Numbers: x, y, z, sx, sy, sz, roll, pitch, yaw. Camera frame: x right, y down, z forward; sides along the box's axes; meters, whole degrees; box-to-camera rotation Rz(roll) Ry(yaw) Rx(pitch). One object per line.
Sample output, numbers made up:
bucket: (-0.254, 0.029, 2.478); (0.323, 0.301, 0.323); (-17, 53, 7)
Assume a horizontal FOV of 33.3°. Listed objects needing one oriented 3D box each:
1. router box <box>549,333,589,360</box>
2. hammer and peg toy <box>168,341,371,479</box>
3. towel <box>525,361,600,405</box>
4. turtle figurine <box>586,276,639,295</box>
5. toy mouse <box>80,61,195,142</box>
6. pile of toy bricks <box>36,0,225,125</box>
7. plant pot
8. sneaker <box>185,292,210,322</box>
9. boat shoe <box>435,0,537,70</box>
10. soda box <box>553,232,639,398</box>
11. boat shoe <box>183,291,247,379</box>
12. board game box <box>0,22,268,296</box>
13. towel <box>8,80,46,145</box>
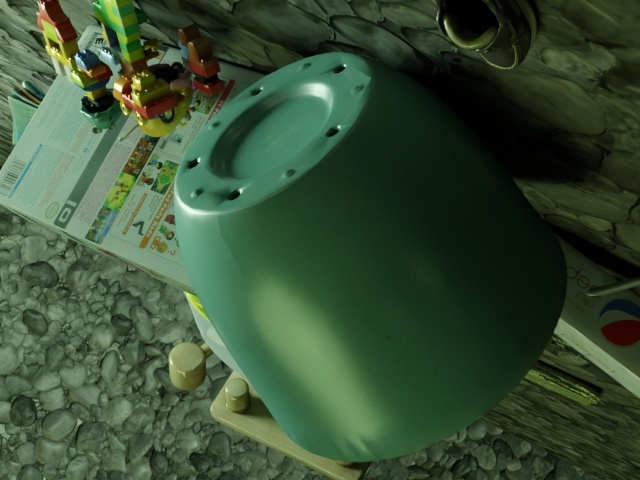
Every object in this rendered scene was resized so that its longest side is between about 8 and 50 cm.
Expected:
router box: (0.337, 0.124, 1.392); (0.122, 0.038, 0.092); (21, 168, 29)
hammer and peg toy: (-0.044, 0.191, 1.652); (0.361, 0.266, 0.127); (24, 148, 16)
towel: (0.414, 0.246, 1.857); (0.148, 0.027, 0.110); (23, 170, 14)
turtle figurine: (0.326, 0.074, 0.735); (0.266, 0.275, 0.198); (22, -156, 2)
toy mouse: (-0.176, -0.135, 1.033); (0.143, 0.161, 0.031); (19, 135, 37)
pile of toy bricks: (-0.182, -0.193, 0.994); (0.212, 0.118, 0.105); (33, 144, 46)
plant pot: (0.019, -0.009, 0.878); (0.293, 0.293, 0.235); (14, 147, 51)
sneaker: (-0.043, 0.070, 1.351); (0.295, 0.109, 0.123); (13, -174, -26)
boat shoe: (0.093, -0.138, 0.644); (0.056, 0.049, 0.152); (21, 169, 27)
soda box: (0.267, 0.068, 1.083); (0.216, 0.069, 0.074); (38, 171, 5)
boat shoe: (-0.134, 0.030, 1.552); (0.136, 0.156, 0.367); (-29, 101, 39)
board game box: (-0.160, -0.079, 1.098); (0.303, 0.224, 0.097); (21, 168, 31)
towel: (-0.305, -0.120, 1.677); (0.370, 0.040, 0.271); (24, 164, -9)
